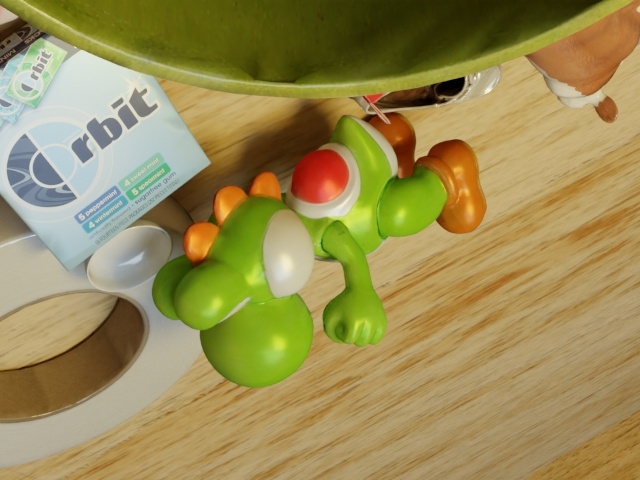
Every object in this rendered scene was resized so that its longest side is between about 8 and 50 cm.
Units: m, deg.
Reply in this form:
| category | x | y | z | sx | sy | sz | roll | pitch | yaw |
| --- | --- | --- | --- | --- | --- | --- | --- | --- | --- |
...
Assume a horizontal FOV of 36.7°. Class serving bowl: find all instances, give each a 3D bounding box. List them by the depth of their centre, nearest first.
| category | x | y | z | sx | sy | sz | roll | pitch | yaw |
| --- | --- | --- | --- | --- | --- | --- | --- | --- | --- |
| serving bowl | -0.179 | 0.009 | 0.885 | 0.083 | 0.027 | 0.083 | -23 | 145 | -17 |

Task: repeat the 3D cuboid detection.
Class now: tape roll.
| category | x | y | z | sx | sy | sz | roll | pitch | yaw |
| --- | --- | --- | --- | --- | --- | --- | --- | --- | --- |
| tape roll | -0.288 | 0.097 | 0.994 | 0.392 | 0.072 | 0.392 | -24 | 147 | -17 |

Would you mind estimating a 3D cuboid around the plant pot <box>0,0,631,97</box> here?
| category | x | y | z | sx | sy | sz | roll | pitch | yaw |
| --- | --- | --- | --- | --- | --- | --- | --- | --- | --- |
| plant pot | -0.002 | -0.314 | 0.401 | 0.367 | 0.353 | 0.366 | -5 | 149 | -3 |

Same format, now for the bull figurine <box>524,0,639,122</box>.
| category | x | y | z | sx | sy | sz | roll | pitch | yaw |
| --- | --- | --- | --- | --- | --- | --- | --- | --- | --- |
| bull figurine | 0.219 | -0.216 | 0.825 | 0.310 | 0.101 | 0.188 | 14 | 124 | -45 |

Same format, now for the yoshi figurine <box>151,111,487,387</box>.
| category | x | y | z | sx | sy | sz | roll | pitch | yaw |
| --- | --- | --- | --- | --- | --- | --- | --- | --- | --- |
| yoshi figurine | -0.004 | 0.020 | 0.975 | 0.362 | 0.203 | 0.203 | -31 | 176 | -33 |

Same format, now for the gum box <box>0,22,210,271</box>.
| category | x | y | z | sx | sy | sz | roll | pitch | yaw |
| --- | --- | --- | --- | --- | --- | --- | --- | --- | --- |
| gum box | -0.200 | -0.088 | 0.792 | 0.157 | 0.041 | 0.184 | -39 | 132 | -9 |

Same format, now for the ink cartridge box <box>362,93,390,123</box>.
| category | x | y | z | sx | sy | sz | roll | pitch | yaw |
| --- | --- | --- | --- | --- | --- | --- | --- | --- | --- |
| ink cartridge box | 0.012 | -0.208 | 0.803 | 0.078 | 0.134 | 0.231 | -39 | 148 | 6 |

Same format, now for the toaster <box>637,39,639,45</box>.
| category | x | y | z | sx | sy | sz | roll | pitch | yaw |
| --- | --- | --- | --- | --- | --- | --- | --- | --- | --- |
| toaster | 0.284 | -0.287 | 0.964 | 0.186 | 0.110 | 0.168 | -7 | 139 | -36 |

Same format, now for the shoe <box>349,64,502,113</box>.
| category | x | y | z | sx | sy | sz | roll | pitch | yaw |
| --- | --- | --- | --- | --- | --- | --- | --- | --- | --- |
| shoe | 0.115 | -0.163 | 1.021 | 0.219 | 0.058 | 0.076 | -9 | 139 | -34 |

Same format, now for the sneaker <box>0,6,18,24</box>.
| category | x | y | z | sx | sy | sz | roll | pitch | yaw |
| --- | --- | --- | --- | --- | --- | --- | --- | --- | --- |
| sneaker | -0.239 | -0.201 | 0.669 | 0.070 | 0.051 | 0.134 | -20 | 148 | -24 |
